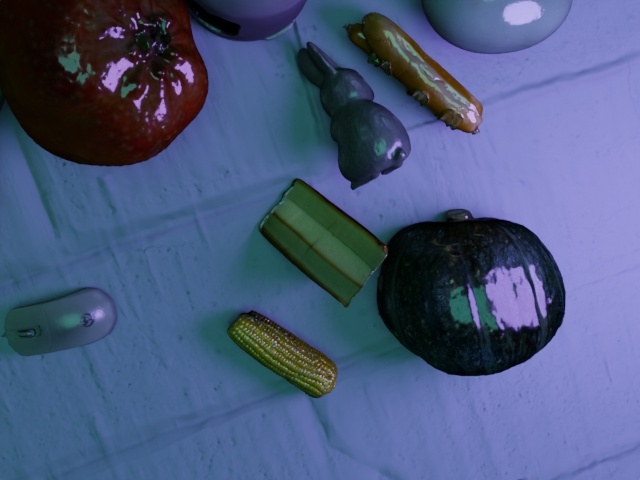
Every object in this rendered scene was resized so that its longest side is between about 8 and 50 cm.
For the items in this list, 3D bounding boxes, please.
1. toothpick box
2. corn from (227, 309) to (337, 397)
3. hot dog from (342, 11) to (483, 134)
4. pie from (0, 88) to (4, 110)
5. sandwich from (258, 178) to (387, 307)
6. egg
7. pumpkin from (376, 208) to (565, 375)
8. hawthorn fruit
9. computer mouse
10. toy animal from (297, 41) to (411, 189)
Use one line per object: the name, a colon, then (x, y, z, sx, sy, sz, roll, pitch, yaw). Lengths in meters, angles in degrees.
toothpick box: (-0.089, -0.394, 0.983, 0.229, 0.316, 0.228, -1, 99, -8)
corn: (-0.059, 0.186, 1.204, 0.203, 0.072, 0.072, 35, 93, -10)
hot dog: (0.150, -0.257, 1.140, 0.270, 0.109, 0.072, 39, 101, -8)
pie: (-0.560, -0.237, 0.962, 0.306, 0.306, 0.071, 35, 120, -11)
sandwich: (0.000, 0.000, 1.127, 0.144, 0.187, 0.117, 37, 92, -17)
egg: (0.266, -0.367, 1.107, 0.231, 0.168, 0.167, 0, 99, -11)
pumpkin: (0.249, 0.086, 1.164, 0.293, 0.197, 0.263, -9, 97, -8)
hawthorn fruit: (-0.328, -0.238, 1.019, 0.331, 0.287, 0.286, -6, 103, 38)
computer mouse: (-0.416, 0.131, 1.157, 0.182, 0.056, 0.089, -13, 96, -4)
toy animal: (0.058, -0.204, 1.139, 0.108, 0.138, 0.236, -16, 86, -35)
